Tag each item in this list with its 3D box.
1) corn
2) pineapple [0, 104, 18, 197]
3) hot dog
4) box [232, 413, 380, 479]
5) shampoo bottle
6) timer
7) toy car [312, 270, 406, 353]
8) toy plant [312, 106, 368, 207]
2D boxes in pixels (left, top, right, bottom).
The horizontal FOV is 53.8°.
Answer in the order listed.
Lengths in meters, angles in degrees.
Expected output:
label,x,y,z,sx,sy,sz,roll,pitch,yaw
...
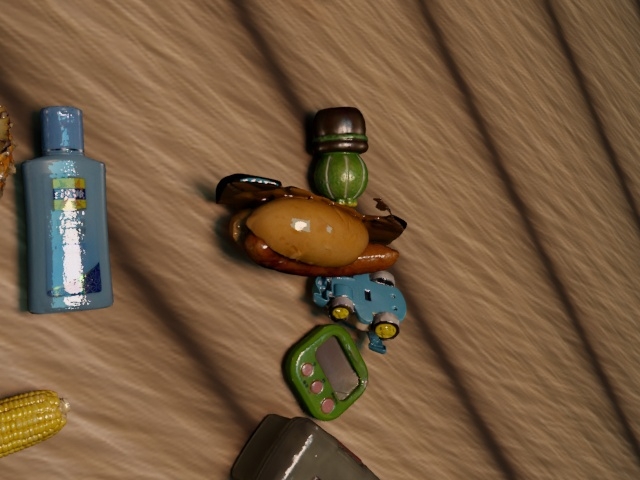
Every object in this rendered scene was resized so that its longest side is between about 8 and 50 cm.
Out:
label,x,y,z,sx,sy,sz,roll,pitch,yaw
corn,-0.397,0.229,0.732,0.206,0.067,0.067,-17,97,-31
pineapple,-0.417,-0.072,0.705,0.161,0.137,0.176,-18,58,-24
hot dog,-0.005,0.001,0.940,0.326,0.194,0.107,10,76,-21
box,-0.018,0.366,0.948,0.210,0.129,0.148,48,63,-24
shampoo bottle,-0.323,-0.040,0.801,0.104,0.061,0.258,-3,89,-36
timer,0.011,0.214,1.027,0.128,0.047,0.140,-36,107,-29
toy car,0.054,0.114,1.039,0.161,0.098,0.126,13,35,-12
toy plant,0.034,-0.133,1.034,0.093,0.093,0.162,-1,88,-35
